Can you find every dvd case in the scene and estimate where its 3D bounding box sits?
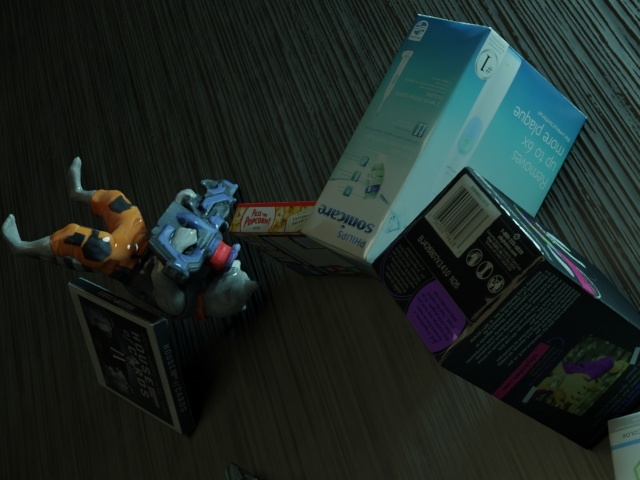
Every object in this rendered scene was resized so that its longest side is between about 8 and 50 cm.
[{"bbox_3d":[-0.272,0.162,1.737,0.029,0.179,0.238,-27,28,-31],"label":"dvd case"}]

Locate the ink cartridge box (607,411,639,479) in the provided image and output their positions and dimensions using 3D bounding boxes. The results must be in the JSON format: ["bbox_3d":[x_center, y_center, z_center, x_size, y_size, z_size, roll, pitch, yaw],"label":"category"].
[{"bbox_3d":[0.341,0.259,1.131,0.109,0.062,0.209,-23,52,33],"label":"ink cartridge box"}]

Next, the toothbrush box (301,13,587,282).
[{"bbox_3d":[0.147,-0.078,1.418,0.126,0.216,0.295,25,84,50],"label":"toothbrush box"}]

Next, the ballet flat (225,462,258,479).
[{"bbox_3d":[-0.069,0.348,1.495,0.070,0.070,0.188,-39,46,21],"label":"ballet flat"}]

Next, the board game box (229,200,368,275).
[{"bbox_3d":[0.000,0.000,1.569,0.193,0.147,0.045,0,67,44],"label":"board game box"}]

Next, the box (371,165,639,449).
[{"bbox_3d":[0.209,0.072,1.218,0.143,0.270,0.165,-46,42,13],"label":"box"}]

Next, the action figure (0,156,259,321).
[{"bbox_3d":[-0.237,0.008,1.726,0.178,0.330,0.341,-66,-7,22],"label":"action figure"}]
